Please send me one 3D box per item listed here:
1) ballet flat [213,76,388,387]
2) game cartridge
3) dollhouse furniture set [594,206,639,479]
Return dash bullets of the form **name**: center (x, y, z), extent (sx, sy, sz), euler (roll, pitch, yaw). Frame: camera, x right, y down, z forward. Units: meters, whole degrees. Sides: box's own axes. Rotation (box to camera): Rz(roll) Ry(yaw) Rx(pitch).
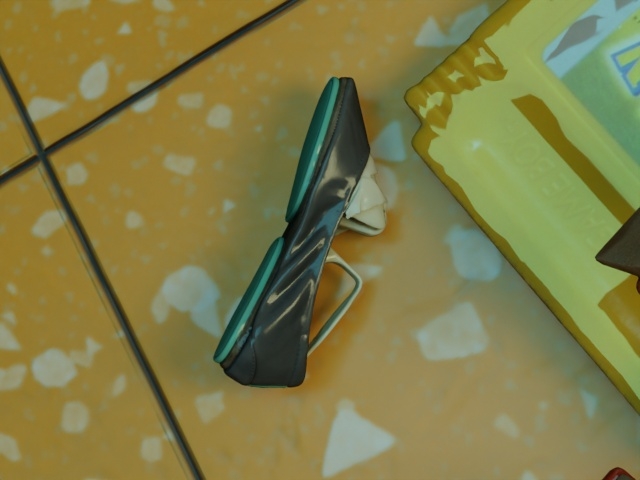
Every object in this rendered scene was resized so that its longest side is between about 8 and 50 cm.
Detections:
- **ballet flat**: center (0.000, 0.000, 0.919), extent (0.074, 0.074, 0.203), euler (19, 81, 17)
- **game cartridge**: center (0.246, -0.076, 0.866), extent (0.323, 0.052, 0.285), euler (-41, 74, 5)
- **dollhouse furniture set**: center (0.243, 0.094, 0.780), extent (0.262, 0.135, 0.259), euler (43, 87, -8)
